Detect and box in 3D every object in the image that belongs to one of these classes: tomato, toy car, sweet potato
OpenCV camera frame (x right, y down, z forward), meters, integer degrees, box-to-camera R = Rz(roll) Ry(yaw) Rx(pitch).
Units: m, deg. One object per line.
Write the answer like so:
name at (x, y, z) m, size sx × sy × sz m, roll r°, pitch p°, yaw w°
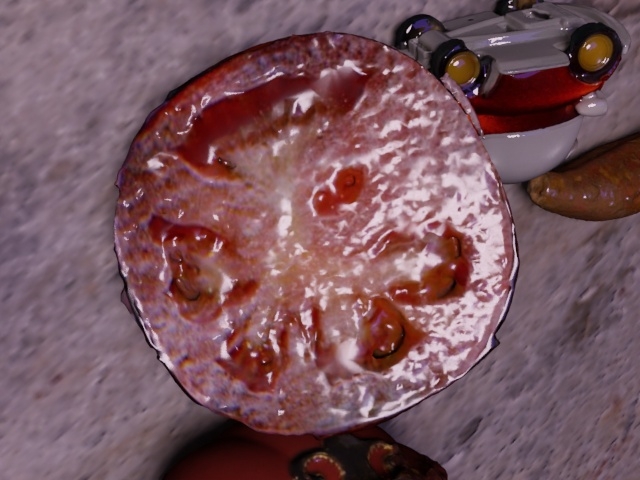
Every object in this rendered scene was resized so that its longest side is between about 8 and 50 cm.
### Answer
tomato at (-0.001, -0.001, 0.502) m, size 0.225 × 0.085 × 0.224 m, roll 0°, pitch 90°, yaw 3°
toy car at (0.115, -0.089, 0.559) m, size 0.139 × 0.112 × 0.112 m, roll -13°, pitch 121°, yaw -10°
sweet potato at (0.254, -0.068, 0.640) m, size 0.255 × 0.058 × 0.078 m, roll -30°, pitch 90°, yaw -19°

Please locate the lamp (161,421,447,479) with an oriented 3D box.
lamp at (-0.001, 0.205, 0.498) m, size 0.227 × 0.227 × 0.226 m, roll -4°, pitch 102°, yaw -22°
